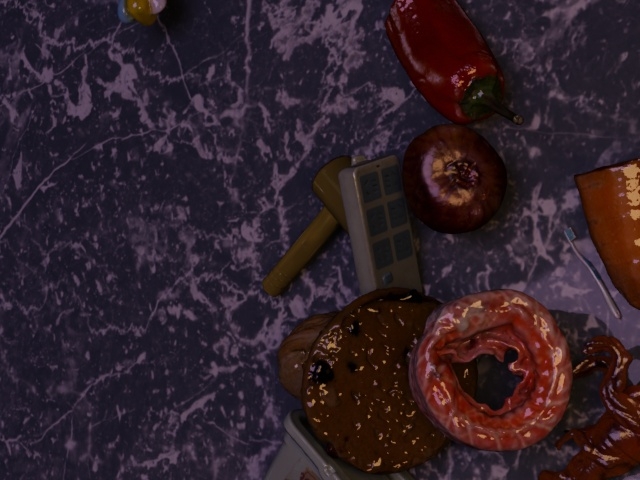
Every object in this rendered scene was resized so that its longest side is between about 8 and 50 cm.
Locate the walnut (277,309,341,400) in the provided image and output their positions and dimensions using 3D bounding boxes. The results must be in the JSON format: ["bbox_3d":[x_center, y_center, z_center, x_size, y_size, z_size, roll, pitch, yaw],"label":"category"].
[{"bbox_3d":[0.010,0.192,1.881,0.184,0.155,0.155,-18,72,31],"label":"walnut"}]

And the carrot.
[{"bbox_3d":[0.465,-0.013,1.651,0.159,0.159,0.225,-14,84,29],"label":"carrot"}]

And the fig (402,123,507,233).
[{"bbox_3d":[0.204,-0.091,1.831,0.175,0.207,0.175,1,80,-9],"label":"fig"}]

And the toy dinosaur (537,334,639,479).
[{"bbox_3d":[0.454,0.227,1.636,0.432,0.097,0.208,-38,73,23],"label":"toy dinosaur"}]

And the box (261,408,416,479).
[{"bbox_3d":[0.041,0.433,1.815,0.312,0.175,0.182,43,113,30],"label":"box"}]

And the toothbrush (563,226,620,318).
[{"bbox_3d":[0.412,0.050,1.741,0.017,0.014,0.162,-44,61,39],"label":"toothbrush"}]

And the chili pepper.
[{"bbox_3d":[0.228,-0.257,1.837,0.131,0.134,0.338,-50,55,31],"label":"chili pepper"}]

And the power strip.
[{"bbox_3d":[0.097,-0.006,1.837,0.046,0.118,0.271,-2,104,40],"label":"power strip"}]

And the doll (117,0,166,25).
[{"bbox_3d":[-0.305,-0.615,2.206,0.365,0.187,0.376,-41,44,11],"label":"doll"}]

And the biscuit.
[{"bbox_3d":[0.107,0.217,1.778,0.075,0.295,0.296,-178,101,-75],"label":"biscuit"}]

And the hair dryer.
[{"bbox_3d":[0.000,0.000,1.972,0.279,0.090,0.135,-49,62,22],"label":"hair dryer"}]

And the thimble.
[{"bbox_3d":[0.247,0.188,1.674,0.239,0.162,0.239,0,86,-2],"label":"thimble"}]
